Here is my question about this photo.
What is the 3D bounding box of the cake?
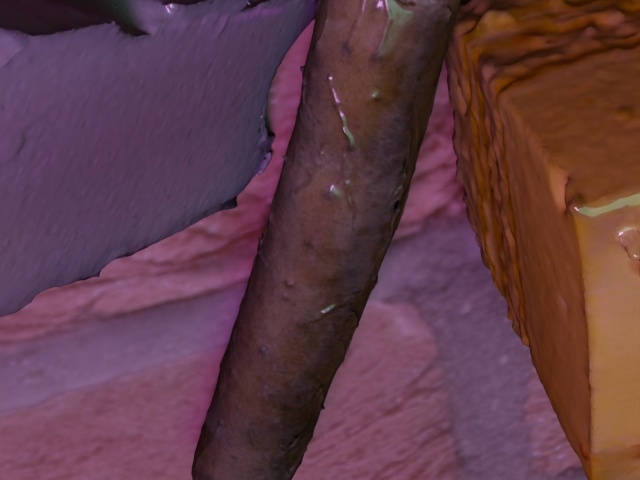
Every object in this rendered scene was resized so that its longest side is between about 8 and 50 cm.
[{"bbox_3d":[0.213,-0.004,0.782,0.223,0.286,0.227,-18,127,-6],"label":"cake"}]

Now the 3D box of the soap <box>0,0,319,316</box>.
[{"bbox_3d":[-0.110,-0.046,0.667,0.302,0.257,0.159,11,118,-25],"label":"soap"}]

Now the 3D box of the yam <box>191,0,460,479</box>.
[{"bbox_3d":[0.000,0.000,0.850,0.083,0.083,0.371,3,125,-20],"label":"yam"}]
